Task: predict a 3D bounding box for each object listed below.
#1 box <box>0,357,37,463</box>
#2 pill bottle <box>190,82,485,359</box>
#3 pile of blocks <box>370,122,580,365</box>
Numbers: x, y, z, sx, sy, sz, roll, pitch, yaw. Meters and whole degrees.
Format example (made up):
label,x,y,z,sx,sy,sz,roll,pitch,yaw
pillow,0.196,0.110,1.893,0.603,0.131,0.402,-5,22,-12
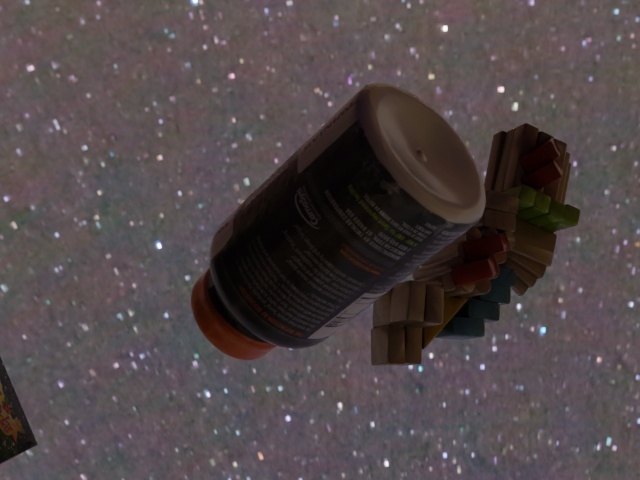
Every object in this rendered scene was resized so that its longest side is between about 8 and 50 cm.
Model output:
label,x,y,z,sx,sy,sz,roll,pitch,yaw
box,-0.312,0.074,0.730,0.044,0.159,0.233,-24,-92,15
pill bottle,0.000,0.000,0.772,0.245,0.130,0.130,-40,-142,33
pile of blocks,0.200,0.014,1.094,0.149,0.112,0.362,44,-113,-11
